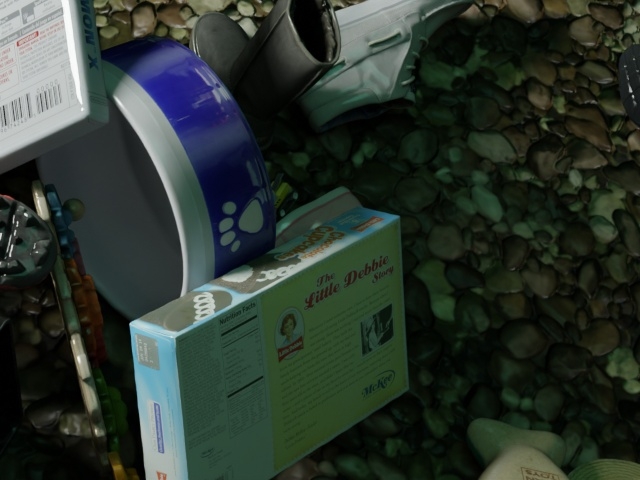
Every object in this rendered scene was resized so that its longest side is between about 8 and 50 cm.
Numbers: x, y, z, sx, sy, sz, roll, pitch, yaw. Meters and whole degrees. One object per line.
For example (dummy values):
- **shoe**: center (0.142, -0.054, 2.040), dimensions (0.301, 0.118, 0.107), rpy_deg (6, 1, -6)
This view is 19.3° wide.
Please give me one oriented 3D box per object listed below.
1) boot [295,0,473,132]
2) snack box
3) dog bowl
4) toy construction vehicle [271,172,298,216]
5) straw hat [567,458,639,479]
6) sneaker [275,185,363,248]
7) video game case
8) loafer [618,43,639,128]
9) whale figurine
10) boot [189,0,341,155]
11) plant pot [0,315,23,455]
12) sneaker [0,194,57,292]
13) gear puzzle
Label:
- **boot**: center (0.077, -0.199, 2.039), dimensions (0.258, 0.095, 0.123), rpy_deg (-23, 77, -19)
- **snack box**: center (-0.037, 0.108, 1.724), dimensions (0.060, 0.187, 0.322), rpy_deg (14, 27, 37)
- **dog bowl**: center (-0.159, -0.054, 1.773), dimensions (0.104, 0.265, 0.265), rpy_deg (-25, 72, -30)
- **toy construction vehicle**: center (-0.074, -0.044, 1.906), dimensions (0.086, 0.035, 0.098), rpy_deg (14, 56, 40)
- **straw hat**: center (0.308, 0.266, 1.858), dimensions (0.144, 0.061, 0.144), rpy_deg (8, 60, -14)
- **sneaker**: center (0.000, 0.000, 1.916), dimensions (0.134, 0.051, 0.070), rpy_deg (-31, 69, -33)
- **video game case**: center (-0.344, -0.192, 1.764), dimensions (0.036, 0.329, 0.300), rpy_deg (15, 60, -52)
- **loafer**: center (0.388, -0.144, 2.120), dimensions (0.061, 0.062, 0.170), rpy_deg (0, 63, -42)
- **whale figurine**: center (0.188, 0.289, 1.787), dimensions (0.216, 0.141, 0.272), rpy_deg (12, 35, -11)
- **boot**: center (-0.059, -0.203, 1.918), dimensions (0.076, 0.208, 0.189), rpy_deg (-15, 67, -24)
- **plant pot**: center (-0.384, 0.151, 1.647), dimensions (0.167, 0.188, 0.187), rpy_deg (24, 57, 10)
- **sneaker**: center (-0.352, 0.013, 1.705), dimensions (0.276, 0.135, 0.097), rpy_deg (3, 61, 19)
- **gear puzzle**: center (-0.201, 0.113, 1.718), dimensions (0.044, 0.175, 0.339), rpy_deg (-14, 66, -9)
